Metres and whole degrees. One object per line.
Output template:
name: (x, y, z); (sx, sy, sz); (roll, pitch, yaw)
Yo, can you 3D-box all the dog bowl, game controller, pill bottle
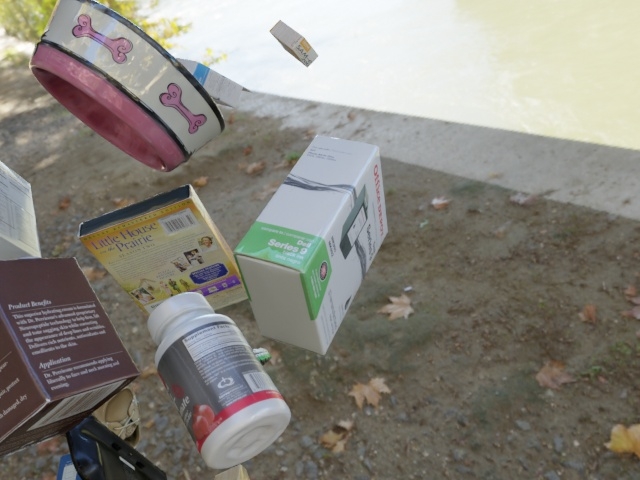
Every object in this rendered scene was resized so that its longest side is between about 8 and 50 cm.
dog bowl: (-0.407, -0.299, 1.261); (0.408, 0.408, 0.150); (18, 70, 50)
game controller: (-0.381, 0.449, 1.172); (0.067, 0.319, 0.166); (-29, 43, -2)
pill bottle: (-0.208, 0.254, 1.170); (0.176, 0.176, 0.318); (-31, 58, -13)

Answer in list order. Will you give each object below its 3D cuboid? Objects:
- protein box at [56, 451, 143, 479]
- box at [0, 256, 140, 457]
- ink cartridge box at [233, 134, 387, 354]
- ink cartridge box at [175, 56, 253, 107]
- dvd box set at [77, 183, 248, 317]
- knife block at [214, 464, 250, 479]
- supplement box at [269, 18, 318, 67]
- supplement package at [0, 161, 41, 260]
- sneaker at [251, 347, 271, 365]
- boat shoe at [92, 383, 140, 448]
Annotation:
protein box: (-0.631, 0.705, 1.727); (0.200, 0.136, 0.201); (-21, 47, 15)
box: (-0.388, 0.150, 0.802); (0.167, 0.203, 0.168); (-39, -14, 18)
ink cartridge box: (0.000, 0.000, 0.984); (0.122, 0.211, 0.289); (13, 51, 23)
ink cartridge box: (-0.266, -0.378, 1.494); (0.104, 0.180, 0.060); (24, 93, 43)
dvd box set: (-0.400, 0.060, 1.648); (0.308, 0.420, 0.062); (-20, 45, 5)
knife block: (-0.231, 0.719, 1.507); (0.088, 0.242, 0.275); (-28, 71, 13)
supplement box: (-0.055, -0.400, 1.237); (0.036, 0.062, 0.098); (-46, 51, 5)
supplement package: (-0.841, -0.048, 1.491); (0.199, 0.198, 0.262); (-25, 61, 3)
sneaker: (-0.293, 0.371, 2.007); (0.134, 0.344, 0.146); (-38, 62, 23)
boat shoe: (-0.469, 0.415, 1.440); (0.098, 0.302, 0.109); (41, 54, 18)
